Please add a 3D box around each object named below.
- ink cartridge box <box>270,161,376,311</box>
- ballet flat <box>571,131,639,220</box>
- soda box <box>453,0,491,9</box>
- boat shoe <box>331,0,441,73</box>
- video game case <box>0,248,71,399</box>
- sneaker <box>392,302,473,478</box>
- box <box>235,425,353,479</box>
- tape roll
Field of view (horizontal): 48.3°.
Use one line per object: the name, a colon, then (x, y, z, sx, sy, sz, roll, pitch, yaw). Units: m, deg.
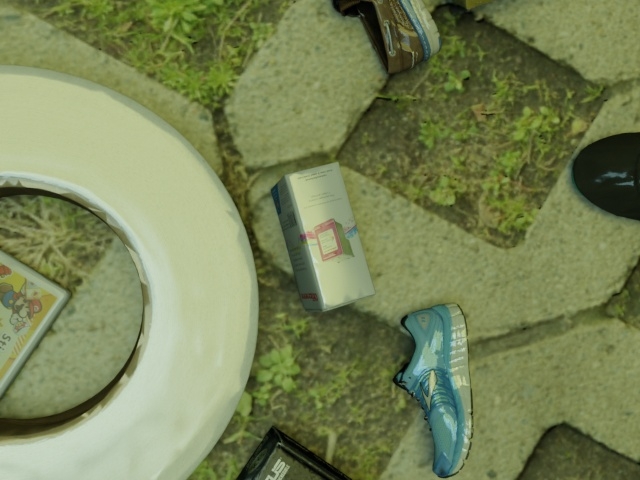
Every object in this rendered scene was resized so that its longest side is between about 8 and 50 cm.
ink cartridge box: (0.000, 0.000, 0.648, 0.052, 0.088, 0.123, -14, 89, -13)
ballet flat: (0.400, -0.058, 0.718, 0.280, 0.096, 0.095, 9, 85, -9)
soda box: (0.208, -0.291, 0.710, 0.181, 0.058, 0.061, -21, 130, -10)
boat shoe: (0.044, -0.246, 0.686, 0.066, 0.066, 0.183, -34, 92, -9)
video game case: (-0.367, 0.086, 0.611, 0.206, 0.026, 0.227, 33, 80, -6)
sneaker: (0.106, 0.142, 0.680, 0.073, 0.063, 0.162, -4, 82, 7)
box: (-0.030, 0.283, 0.627, 0.147, 0.077, 0.180, 36, 81, -5)
tape roll: (-0.246, 0.055, 0.584, 0.391, 0.072, 0.392, 0, 88, -14)
